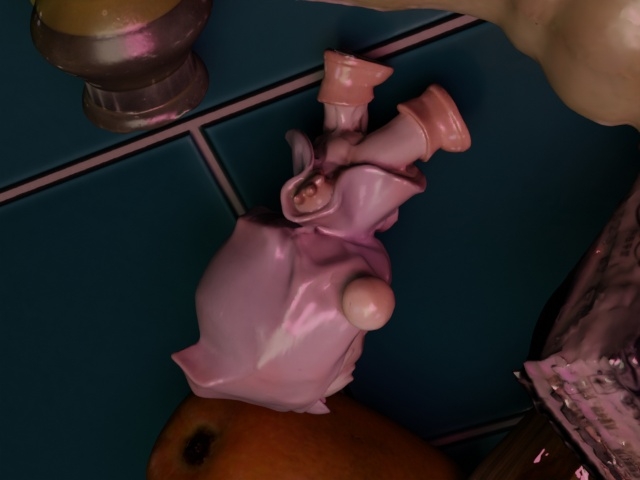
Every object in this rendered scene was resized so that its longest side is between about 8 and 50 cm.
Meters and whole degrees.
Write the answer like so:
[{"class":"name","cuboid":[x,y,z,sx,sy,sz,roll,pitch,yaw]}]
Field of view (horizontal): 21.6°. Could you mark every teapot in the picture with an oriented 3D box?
[{"class":"teapot","cuboid":[-0.149,-0.154,1.195,0.165,0.130,0.119,27,146,35]}]

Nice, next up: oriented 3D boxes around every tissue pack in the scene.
[{"class":"tissue pack","cuboid":[0.286,0.102,1.132,0.123,0.245,0.332,-12,126,44]}]

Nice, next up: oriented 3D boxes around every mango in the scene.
[{"class":"mango","cuboid":[0.017,0.215,1.321,0.317,0.173,0.211,25,166,-18]}]

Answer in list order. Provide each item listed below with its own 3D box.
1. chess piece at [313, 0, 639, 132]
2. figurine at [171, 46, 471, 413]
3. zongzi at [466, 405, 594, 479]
[{"class":"chess piece","cuboid":[0.102,-0.195,1.018,0.442,0.234,0.234,26,122,4]},{"class":"figurine","cuboid":[-0.001,0.001,1.208,0.133,0.200,0.276,24,95,-20]},{"class":"zongzi","cuboid":[0.200,0.107,1.220,0.221,0.112,0.242,-20,120,-23]}]
